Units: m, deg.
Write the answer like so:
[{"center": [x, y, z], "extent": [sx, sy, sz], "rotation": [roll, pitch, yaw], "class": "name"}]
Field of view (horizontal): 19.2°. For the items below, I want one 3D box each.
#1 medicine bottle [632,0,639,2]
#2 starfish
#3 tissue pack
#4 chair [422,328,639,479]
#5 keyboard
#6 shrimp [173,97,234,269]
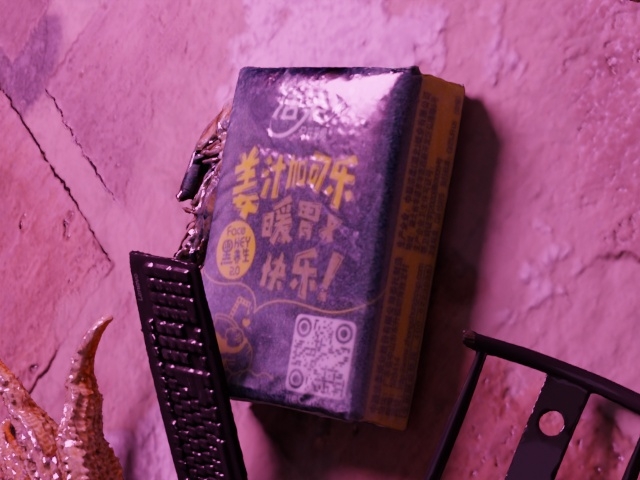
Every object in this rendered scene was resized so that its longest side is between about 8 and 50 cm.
[{"center": [0.263, -0.169, 1.168], "extent": [0.252, 0.114, 0.114], "rotation": [23, 96, 45], "class": "medicine bottle"}, {"center": [-0.222, 0.219, 1.552], "extent": [0.301, 0.084, 0.293], "rotation": [-39, 55, 35], "class": "starfish"}, {"center": [0.000, 0.000, 1.396], "extent": [0.185, 0.081, 0.257], "rotation": [6, 84, 44], "class": "tissue pack"}, {"center": [0.103, 0.197, 1.186], "extent": [0.154, 0.141, 0.260], "rotation": [21, 90, 19], "class": "chair"}, {"center": [-0.094, 0.128, 1.412], "extent": [0.087, 0.017, 0.250], "rotation": [9, 117, 46], "class": "keyboard"}, {"center": [-0.084, -0.045, 1.527], "extent": [0.091, 0.034, 0.161], "rotation": [25, 91, 56], "class": "shrimp"}]
